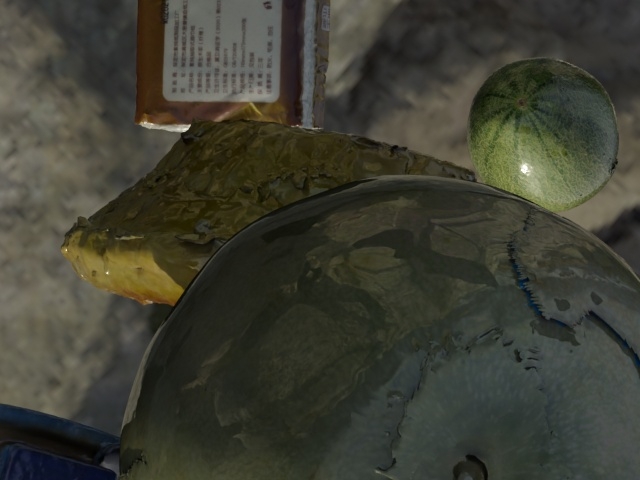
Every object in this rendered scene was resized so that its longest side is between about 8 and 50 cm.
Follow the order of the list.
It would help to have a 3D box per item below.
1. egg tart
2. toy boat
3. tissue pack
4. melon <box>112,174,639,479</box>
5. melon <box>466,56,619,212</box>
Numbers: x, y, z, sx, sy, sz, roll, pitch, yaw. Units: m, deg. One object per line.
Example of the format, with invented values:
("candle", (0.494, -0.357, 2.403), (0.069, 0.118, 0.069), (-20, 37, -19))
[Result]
("egg tart", (0.000, 0.000, 1.210), (0.341, 0.341, 0.132), (16, 87, -52))
("toy boat", (-0.161, 0.139, 1.015), (0.223, 0.097, 0.100), (15, 82, -17))
("tissue pack", (-0.086, -0.215, 1.851), (0.092, 0.183, 0.226), (-7, 99, -67))
("melon", (0.041, 0.104, 0.872), (0.268, 0.268, 0.330), (-39, -178, -11))
("melon", (0.204, -0.094, 1.759), (0.139, 0.139, 0.192), (-47, 155, 1))
